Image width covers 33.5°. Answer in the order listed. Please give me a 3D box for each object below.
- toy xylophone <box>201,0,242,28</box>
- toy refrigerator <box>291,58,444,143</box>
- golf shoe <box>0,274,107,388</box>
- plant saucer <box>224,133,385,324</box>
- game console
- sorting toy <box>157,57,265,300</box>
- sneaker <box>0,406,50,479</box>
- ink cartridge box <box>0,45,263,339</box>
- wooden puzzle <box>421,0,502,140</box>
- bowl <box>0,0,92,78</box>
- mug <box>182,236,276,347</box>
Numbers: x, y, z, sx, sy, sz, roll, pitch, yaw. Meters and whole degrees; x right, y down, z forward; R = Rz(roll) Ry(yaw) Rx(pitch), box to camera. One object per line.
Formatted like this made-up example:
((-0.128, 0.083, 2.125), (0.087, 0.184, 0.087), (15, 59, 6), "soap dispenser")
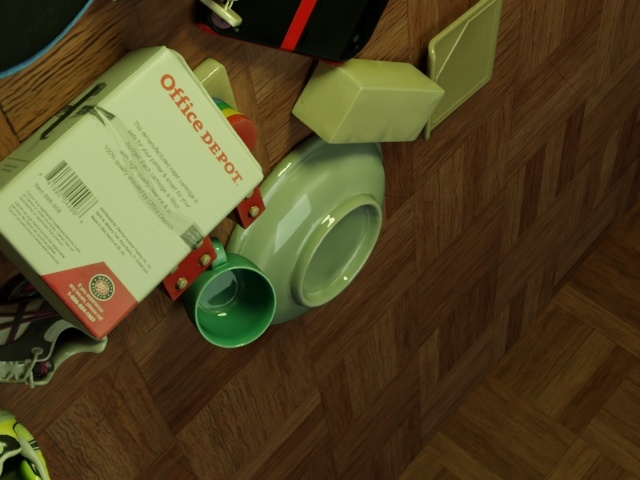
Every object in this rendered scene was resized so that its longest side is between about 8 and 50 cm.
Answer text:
((-0.068, -0.376, 1.111), (0.236, 0.081, 0.323), (-82, -164, -70), "toy xylophone")
((0.077, -0.220, 1.662), (0.269, 0.094, 0.102), (-10, 137, -56), "toy refrigerator")
((-0.379, 0.124, 1.250), (0.272, 0.120, 0.105), (-28, 146, -42), "golf shoe")
((0.000, 0.000, 1.786), (0.400, 0.100, 0.401), (-40, 152, -27), "plant saucer")
((0.020, -0.420, 1.370), (0.342, 0.060, 0.387), (2, 119, -54), "game console")
((-0.176, -0.062, 1.408), (0.257, 0.089, 0.255), (-46, 153, -18), "sorting toy")
((-0.420, 0.320, 1.384), (0.145, 0.147, 0.385), (-47, 155, -21), "sneaker")
((-0.228, -0.059, 1.194), (0.273, 0.114, 0.197), (-45, 118, -18), "ink cartridge box")
((0.246, -0.323, 1.896), (0.239, 0.044, 0.221), (-46, 154, -29), "wooden puzzle")
((-0.231, -0.305, 0.863), (0.391, 0.077, 0.391), (-61, 176, -8), "bowl")
((-0.139, 0.071, 1.607), (0.129, 0.097, 0.158), (10, 104, -27), "mug")
